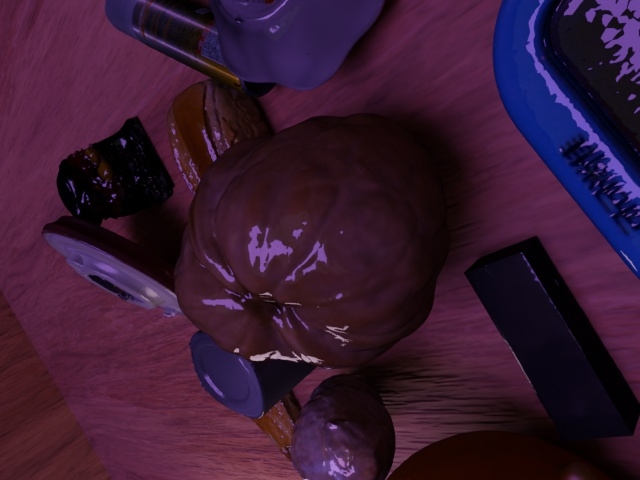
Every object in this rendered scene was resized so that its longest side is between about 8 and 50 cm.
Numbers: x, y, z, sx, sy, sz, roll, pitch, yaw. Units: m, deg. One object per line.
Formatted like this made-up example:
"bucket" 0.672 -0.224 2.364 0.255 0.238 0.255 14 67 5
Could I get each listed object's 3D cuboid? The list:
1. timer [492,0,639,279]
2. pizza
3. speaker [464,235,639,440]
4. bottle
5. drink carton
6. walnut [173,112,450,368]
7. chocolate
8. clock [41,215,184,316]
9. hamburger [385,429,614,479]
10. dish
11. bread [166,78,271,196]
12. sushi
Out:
"timer" 0.301 -0.116 0.333 0.340 0.115 0.309 53 137 5
"pizza" -0.092 0.330 1.022 0.262 0.034 0.181 47 137 13
"speaker" 0.248 0.108 0.566 0.082 0.044 0.218 -32 89 48
"bottle" -0.179 -0.282 0.712 0.286 0.082 0.082 32 132 26
"drink carton" -0.072 0.158 0.797 0.186 0.190 0.191 15 123 31
"walnut" 0.000 0.000 0.571 0.296 0.285 0.285 -38 85 40
"chocolate" 0.030 0.255 0.707 0.134 0.134 0.309 53 177 6
"clock" -0.380 0.065 0.998 0.319 0.080 0.318 23 160 9
"hamburger" 0.191 0.395 0.547 0.396 0.396 0.277 36 138 22
"dish" -0.049 -0.273 0.541 0.230 0.081 0.229 3 97 26
"bread" -0.130 -0.108 0.751 0.140 0.106 0.236 -21 99 45
"sushi" -0.399 -0.107 0.970 0.172 0.150 0.153 -23 97 48
